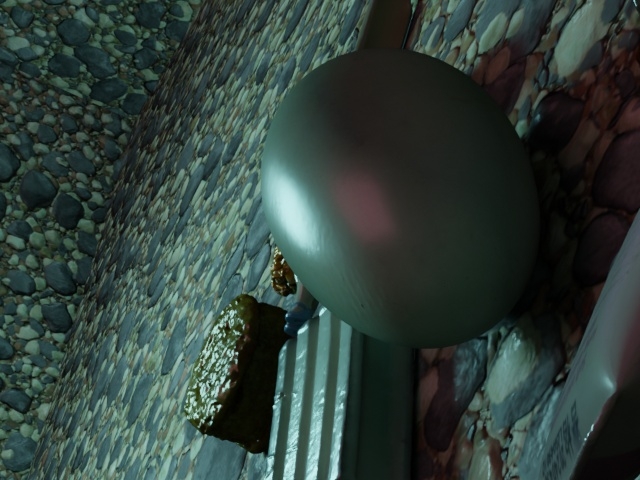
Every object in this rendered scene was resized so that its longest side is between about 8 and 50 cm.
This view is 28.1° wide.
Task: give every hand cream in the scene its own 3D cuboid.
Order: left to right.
[{"bbox_3d":[0.204,-0.003,0.622,0.358,0.118,0.185,-50,-16,-26],"label":"hand cream"}]

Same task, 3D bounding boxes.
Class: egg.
[{"bbox_3d":[0.068,-0.038,1.100,0.230,0.230,0.371,-61,23,18],"label":"egg"}]

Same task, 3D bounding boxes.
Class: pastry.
[{"bbox_3d":[-0.086,0.160,1.535,0.189,0.103,0.188,-56,20,33],"label":"pastry"}]

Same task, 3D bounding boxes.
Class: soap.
[{"bbox_3d":[0.022,0.171,1.218,0.150,0.094,0.261,-47,24,37],"label":"soap"}]

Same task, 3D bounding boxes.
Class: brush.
[{"bbox_3d":[0.101,-0.339,1.707,0.050,0.060,0.321,121,167,-69],"label":"brush"}]

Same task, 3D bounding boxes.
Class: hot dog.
[{"bbox_3d":[-0.033,-0.003,1.673,0.072,0.055,0.188,-46,25,47],"label":"hot dog"}]

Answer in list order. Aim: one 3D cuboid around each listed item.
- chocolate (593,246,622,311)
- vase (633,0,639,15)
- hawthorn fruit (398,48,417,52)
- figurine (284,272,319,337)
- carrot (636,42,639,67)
[{"bbox_3d":[0.233,0.004,0.804,0.167,0.072,0.072,-59,18,17],"label":"chocolate"},{"bbox_3d":[0.285,-0.202,0.955,0.101,0.053,0.053,-35,35,53],"label":"vase"},{"bbox_3d":[0.080,-0.137,1.363,0.203,0.162,0.162,-31,36,37],"label":"hawthorn fruit"},{"bbox_3d":[0.011,-0.002,1.501,0.205,0.103,0.260,69,-150,-59],"label":"figurine"},{"bbox_3d":[0.283,-0.166,0.913,0.161,0.055,0.055,140,149,-64],"label":"carrot"}]
